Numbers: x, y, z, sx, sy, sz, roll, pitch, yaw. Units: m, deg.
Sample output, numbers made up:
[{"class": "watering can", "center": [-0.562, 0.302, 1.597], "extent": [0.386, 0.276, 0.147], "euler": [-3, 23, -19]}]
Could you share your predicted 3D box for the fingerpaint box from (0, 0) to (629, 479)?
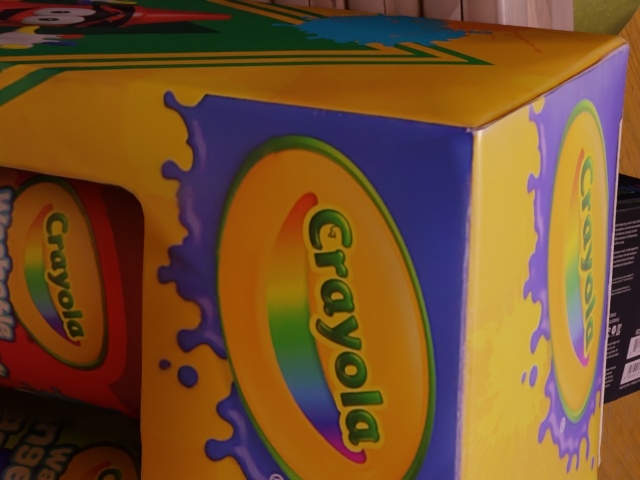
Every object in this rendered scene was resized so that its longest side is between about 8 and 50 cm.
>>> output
[{"class": "fingerpaint box", "center": [-0.083, 0.129, 0.695], "extent": [0.163, 0.371, 0.445], "euler": [-31, 126, -58]}]

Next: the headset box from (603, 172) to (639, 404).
[{"class": "headset box", "center": [0.042, 0.006, 1.018], "extent": [0.246, 0.283, 0.131], "euler": [-8, 111, -54]}]

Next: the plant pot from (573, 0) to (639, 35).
[{"class": "plant pot", "center": [0.004, -0.172, 0.952], "extent": [0.293, 0.274, 0.275], "euler": [-32, 126, -42]}]

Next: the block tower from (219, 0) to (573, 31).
[{"class": "block tower", "center": [-0.043, -0.095, 0.753], "extent": [0.091, 0.335, 0.097], "euler": [-44, 135, -52]}]
